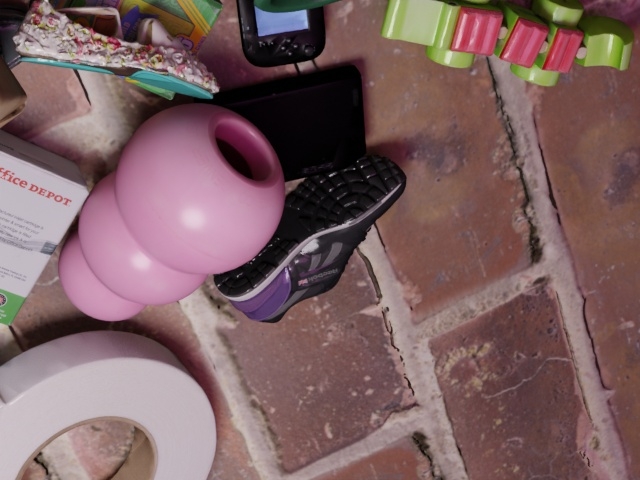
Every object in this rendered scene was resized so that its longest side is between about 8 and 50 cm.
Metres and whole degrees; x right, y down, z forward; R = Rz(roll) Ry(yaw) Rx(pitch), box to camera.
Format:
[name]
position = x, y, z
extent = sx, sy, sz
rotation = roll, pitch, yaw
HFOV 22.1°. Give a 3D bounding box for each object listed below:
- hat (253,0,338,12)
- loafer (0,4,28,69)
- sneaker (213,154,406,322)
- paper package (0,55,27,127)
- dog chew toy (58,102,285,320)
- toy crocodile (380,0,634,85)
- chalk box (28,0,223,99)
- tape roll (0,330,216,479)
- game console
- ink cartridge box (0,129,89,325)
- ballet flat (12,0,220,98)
[hat]
position = -0.001, -0.384, 1.898
extent = 0.208, 0.173, 0.184
rotation = -16, 84, -9
[loafer]
position = -0.444, -0.191, 1.861
extent = 0.267, 0.084, 0.096
rotation = -19, 123, -10
[sneaker]
position = 0.000, 0.000, 2.147
extent = 0.283, 0.107, 0.124
rotation = -35, 139, 5
[paper package]
position = -0.524, -0.185, 1.712
extent = 0.309, 0.168, 0.325
rotation = -37, 95, 3
[dog chew toy]
position = -0.196, -0.018, 1.980
extent = 0.206, 0.207, 0.332
rotation = 29, 129, -31
[toy crocodile]
position = 0.237, -0.263, 2.066
extent = 0.340, 0.105, 0.115
rotation = 8, 115, -24
[chalk box]
position = -0.243, -0.276, 1.860
extent = 0.213, 0.132, 0.132
rotation = 21, 109, -30
[tape roll]
position = -0.321, 0.294, 2.144
extent = 0.392, 0.072, 0.392
rotation = -19, 131, -23
[game console]
position = -0.058, -0.233, 2.010
extent = 0.213, 0.044, 0.361
rotation = -14, 122, -13
[ink cartridge box]
position = -0.397, -0.022, 1.974
extent = 0.153, 0.087, 0.208
rotation = 25, 108, -30
[ballet flat]
position = -0.215, -0.212, 1.784
extent = 0.241, 0.091, 0.077
rotation = 10, 89, -29
